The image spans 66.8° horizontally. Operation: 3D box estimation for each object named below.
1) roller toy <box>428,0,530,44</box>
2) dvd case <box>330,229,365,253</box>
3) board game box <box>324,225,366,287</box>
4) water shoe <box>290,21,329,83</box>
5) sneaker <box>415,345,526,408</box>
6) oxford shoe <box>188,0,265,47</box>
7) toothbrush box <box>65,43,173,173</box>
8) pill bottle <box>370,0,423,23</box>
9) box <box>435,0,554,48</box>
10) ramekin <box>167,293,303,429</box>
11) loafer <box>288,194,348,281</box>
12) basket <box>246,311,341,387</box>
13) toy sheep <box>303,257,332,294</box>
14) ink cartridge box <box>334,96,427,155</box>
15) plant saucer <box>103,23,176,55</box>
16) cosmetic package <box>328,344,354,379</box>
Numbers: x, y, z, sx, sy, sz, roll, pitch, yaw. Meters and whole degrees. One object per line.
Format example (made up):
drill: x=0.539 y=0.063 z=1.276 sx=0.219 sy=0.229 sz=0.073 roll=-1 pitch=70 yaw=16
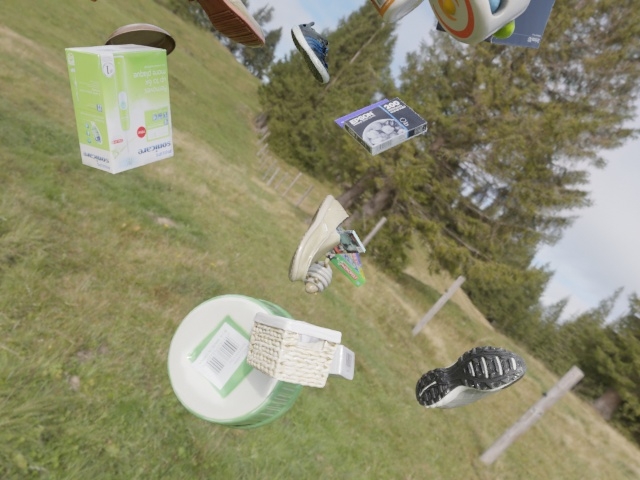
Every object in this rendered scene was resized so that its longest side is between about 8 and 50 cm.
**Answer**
roller toy: x=0.310 y=-0.510 z=0.984 sx=0.209 sy=0.146 sz=0.191 roll=55 pitch=-1 yaw=14
dvd case: x=0.066 y=0.006 z=1.458 sx=0.120 sy=0.013 sz=0.087 roll=-3 pitch=-46 yaw=38
board game box: x=0.078 y=0.023 z=1.946 sx=0.213 sy=0.046 sz=0.317 roll=44 pitch=18 yaw=-26
water shoe: x=-0.010 y=-0.515 z=1.307 sx=0.203 sy=0.080 sz=0.073 roll=63 pitch=-6 yaw=20
sneaker: x=0.353 y=0.324 z=1.128 sx=0.108 sy=0.272 sz=0.100 roll=28 pitch=45 yaw=-32
oxford shoe: x=-0.289 y=-0.747 z=1.487 sx=0.141 sy=0.146 sz=0.397 roll=7 pitch=-13 yaw=30
toothbrush box: x=-0.498 y=-0.338 z=1.232 sx=0.122 sy=0.283 sz=0.206 roll=19 pitch=30 yaw=24
pill bottle: x=0.122 y=-0.562 z=0.974 sx=0.216 sy=0.121 sz=0.121 roll=55 pitch=7 yaw=-3
box: x=0.515 y=-0.713 z=1.335 sx=0.179 sy=0.312 sz=0.343 roll=31 pitch=32 yaw=34
ramekin: x=-0.189 y=0.266 z=1.090 sx=0.303 sy=0.303 sz=0.148 roll=42 pitch=-7 yaw=20
loafer: x=0.000 y=0.000 z=1.274 sx=0.092 sy=0.268 sz=0.102 roll=28 pitch=-24 yaw=-2
basket: x=-0.055 y=0.197 z=0.889 sx=0.113 sy=0.103 sz=0.167 roll=18 pitch=-9 yaw=-25
toy sheep: x=-0.006 y=0.103 z=1.438 sx=0.091 sy=0.132 sz=0.091 roll=27 pitch=-29 yaw=16
ink cartridge box: x=0.181 y=-0.364 z=1.486 sx=0.208 sy=0.206 sz=0.045 roll=50 pitch=-21 yaw=34
plant saucer: x=-0.515 y=-0.563 z=1.380 sx=0.198 sy=0.199 sz=0.036 roll=-5 pitch=81 yaw=-79
cosmetic package: x=-0.032 y=0.337 z=1.366 sx=0.231 sy=0.085 sz=0.117 roll=-3 pitch=-24 yaw=21
